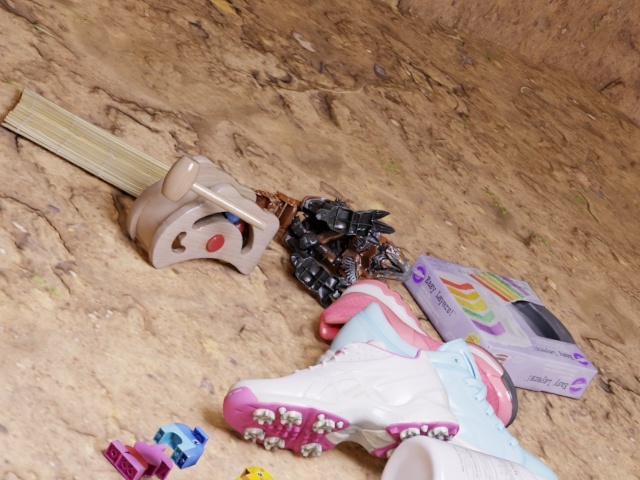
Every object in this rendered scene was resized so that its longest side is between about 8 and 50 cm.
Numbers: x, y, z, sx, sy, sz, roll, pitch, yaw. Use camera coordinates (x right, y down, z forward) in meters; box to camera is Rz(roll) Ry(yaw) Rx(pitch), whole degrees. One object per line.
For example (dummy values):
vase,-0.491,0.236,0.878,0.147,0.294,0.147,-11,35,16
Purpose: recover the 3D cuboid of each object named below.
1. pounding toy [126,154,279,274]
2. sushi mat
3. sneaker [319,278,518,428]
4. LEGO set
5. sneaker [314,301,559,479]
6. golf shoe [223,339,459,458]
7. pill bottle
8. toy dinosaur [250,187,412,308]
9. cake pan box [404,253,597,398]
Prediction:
pounding toy,-0.156,-0.008,1.998,0.155,0.154,0.269,48,8,34
sushi mat,-0.319,-0.125,2.173,0.316,0.019,0.151,29,21,-9
sneaker,0.125,0.180,2.033,0.314,0.116,0.136,33,31,22
LEGO set,-0.109,0.263,1.542,0.227,0.087,0.093,43,25,22
sneaker,0.178,0.210,1.904,0.366,0.150,0.135,33,-4,1
golf shoe,0.020,0.186,1.772,0.306,0.115,0.140,10,55,-26
pill bottle,0.194,0.323,1.754,0.229,0.131,0.131,20,25,-27
toy dinosaur,0.000,0.000,2.226,0.322,0.164,0.218,4,15,-17
cake pan box,0.293,0.141,2.359,0.267,0.070,0.246,16,29,-35
